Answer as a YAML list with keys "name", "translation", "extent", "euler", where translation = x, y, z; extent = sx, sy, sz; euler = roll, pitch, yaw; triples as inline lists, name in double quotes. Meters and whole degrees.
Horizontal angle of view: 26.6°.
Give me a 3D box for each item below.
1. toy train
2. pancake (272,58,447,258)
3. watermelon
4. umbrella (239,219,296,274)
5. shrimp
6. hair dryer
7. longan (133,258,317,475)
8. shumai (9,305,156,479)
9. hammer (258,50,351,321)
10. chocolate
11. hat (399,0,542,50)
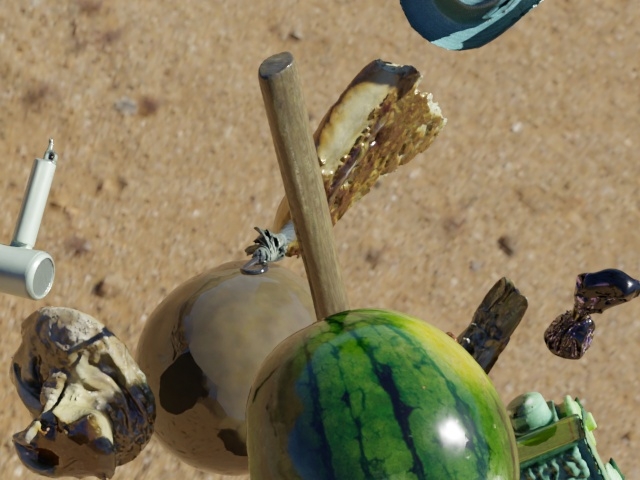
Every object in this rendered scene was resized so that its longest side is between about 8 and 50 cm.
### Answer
- name: "toy train"
  translation: [0.313, 0.326, 1.731]
  extent: [0.271, 0.159, 0.188]
  euler: [62, 12, -17]
- name: "pancake"
  translation: [0.056, -0.106, 1.590]
  extent: [0.057, 0.266, 0.244]
  euler: [42, 34, 21]
- name: "watermelon"
  translation: [0.058, 0.146, 0.898]
  extent: [0.204, 0.127, 0.232]
  euler: [1, 67, -39]
- name: "umbrella"
  translation: [-0.043, -0.006, 1.403]
  extent: [0.044, 0.044, 0.269]
  euler: [-1, 14, 14]
- name: "shrimp"
  translation: [0.147, 0.152, 1.608]
  extent: [0.058, 0.253, 0.173]
  euler: [44, 27, 29]
- name: "hair dryer"
  translation: [-0.226, -0.020, 1.027]
  extent: [0.063, 0.038, 0.124]
  euler: [11, 81, 17]
- name: "longan"
  translation: [-0.094, 0.151, 1.606]
  extent: [0.258, 0.258, 0.258]
  euler: [11, 54, -15]
- name: "shumai"
  translation: [-0.262, 0.181, 1.416]
  extent: [0.162, 0.209, 0.153]
  euler: [8, 42, 8]
- name: "hammer"
  translation: [0.000, 0.000, 1.112]
  extent: [0.043, 0.365, 0.111]
  euler: [29, 57, 35]
- name: "chocolate"
  translation: [0.312, 0.076, 1.569]
  extent: [0.072, 0.147, 0.070]
  euler: [8, 47, -17]
- name: "hat"
  translation: [0.177, -0.295, 1.474]
  extent: [0.191, 0.078, 0.138]
  euler: [-35, 90, -4]
